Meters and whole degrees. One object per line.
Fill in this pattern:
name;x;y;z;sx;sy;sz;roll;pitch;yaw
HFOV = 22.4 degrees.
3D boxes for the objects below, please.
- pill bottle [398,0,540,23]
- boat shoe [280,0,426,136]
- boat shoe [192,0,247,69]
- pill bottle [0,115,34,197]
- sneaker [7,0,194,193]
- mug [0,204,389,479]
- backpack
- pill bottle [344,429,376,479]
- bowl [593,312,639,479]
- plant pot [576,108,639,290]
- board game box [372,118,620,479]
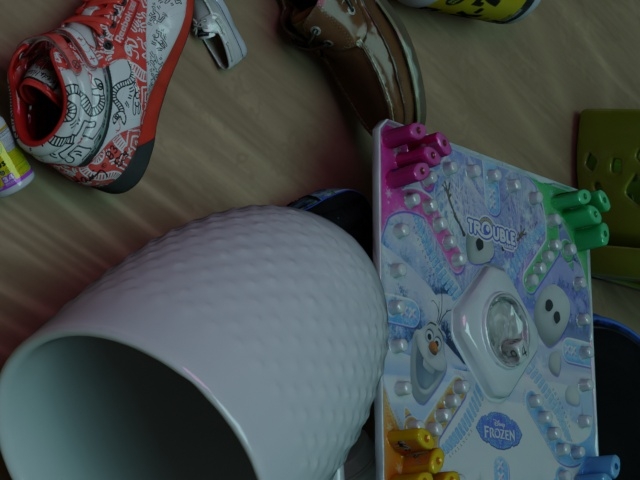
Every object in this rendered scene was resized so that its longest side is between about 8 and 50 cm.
pill bottle;0.143;-0.309;1.778;0.208;0.119;0.119;4;85;-40
boat shoe;0.007;-0.234;1.676;0.104;0.111;0.307;-27;95;-34
boat shoe;-0.111;-0.215;1.614;0.035;0.035;0.100;-49;124;-34
pill bottle;-0.293;-0.083;1.444;0.043;0.043;0.083;-41;113;-34
sneaker;-0.202;-0.187;1.479;0.145;0.090;0.270;24;75;-56
mug;-0.073;0.159;1.476;0.328;0.276;0.374;-45;125;-50
backpack;0.000;0.000;1.662;0.114;0.084;0.105;-30;108;-32
pill bottle;0.059;0.278;1.697;0.087;0.087;0.160;-47;117;-32
bowl;0.297;0.271;1.908;0.391;0.077;0.391;3;85;-40
plant pot;0.450;-0.035;1.963;0.227;0.228;0.207;15;84;-39
board game box;0.198;0.095;1.710;0.390;0.050;0.390;15;70;-46
